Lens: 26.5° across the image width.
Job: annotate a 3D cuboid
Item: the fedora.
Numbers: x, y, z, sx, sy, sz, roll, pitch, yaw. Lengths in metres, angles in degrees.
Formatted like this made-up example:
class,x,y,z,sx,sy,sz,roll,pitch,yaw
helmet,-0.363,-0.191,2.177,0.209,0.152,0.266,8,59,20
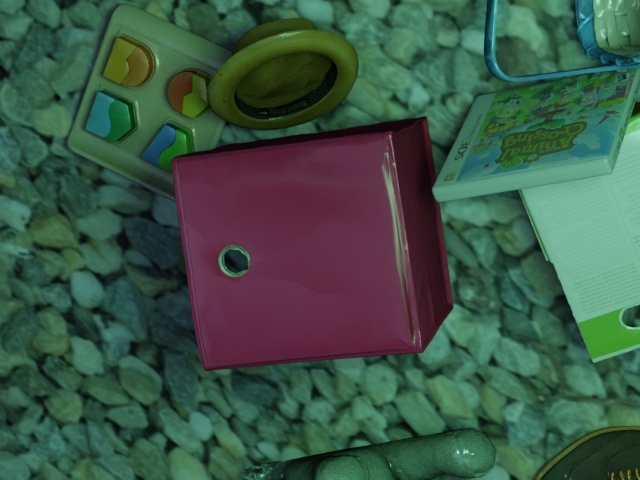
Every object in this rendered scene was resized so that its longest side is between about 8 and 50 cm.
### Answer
class,x,y,z,sx,sy,sz,roll,pitch,yaw
fedora,-0.050,-0.214,1.666,0.194,0.194,0.079,-24,59,16

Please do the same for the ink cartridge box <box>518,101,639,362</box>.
class,x,y,z,sx,sy,sz,roll,pitch,yaw
ink cartridge box,0.354,-0.013,1.581,0.188,0.097,0.255,-21,98,15

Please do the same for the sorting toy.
class,x,y,z,sx,sy,sz,roll,pitch,yaw
sorting toy,-0.215,-0.175,1.754,0.193,0.038,0.208,26,104,9

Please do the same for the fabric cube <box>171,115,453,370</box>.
class,x,y,z,sx,sy,sz,roll,pitch,yaw
fabric cube,0.000,0.000,1.616,0.258,0.259,0.254,-6,97,15

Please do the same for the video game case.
class,x,y,z,sx,sy,sz,roll,pitch,yaw
video game case,0.248,-0.124,1.547,0.212,0.193,0.023,-9,125,32

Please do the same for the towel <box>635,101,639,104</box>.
class,x,y,z,sx,sy,sz,roll,pitch,yaw
towel,0.406,-0.066,1.623,0.274,0.031,0.199,2,100,13

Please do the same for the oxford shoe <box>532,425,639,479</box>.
class,x,y,z,sx,sy,sz,roll,pitch,yaw
oxford shoe,0.380,0.275,1.650,0.271,0.098,0.097,-25,93,16

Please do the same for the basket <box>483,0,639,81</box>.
class,x,y,z,sx,sy,sz,roll,pitch,yaw
basket,0.318,-0.302,1.500,0.289,0.201,0.255,-2,99,-17

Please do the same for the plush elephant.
class,x,y,z,sx,sy,sz,roll,pitch,yaw
plush elephant,0.036,0.389,1.677,0.330,0.272,0.255,-17,80,44
